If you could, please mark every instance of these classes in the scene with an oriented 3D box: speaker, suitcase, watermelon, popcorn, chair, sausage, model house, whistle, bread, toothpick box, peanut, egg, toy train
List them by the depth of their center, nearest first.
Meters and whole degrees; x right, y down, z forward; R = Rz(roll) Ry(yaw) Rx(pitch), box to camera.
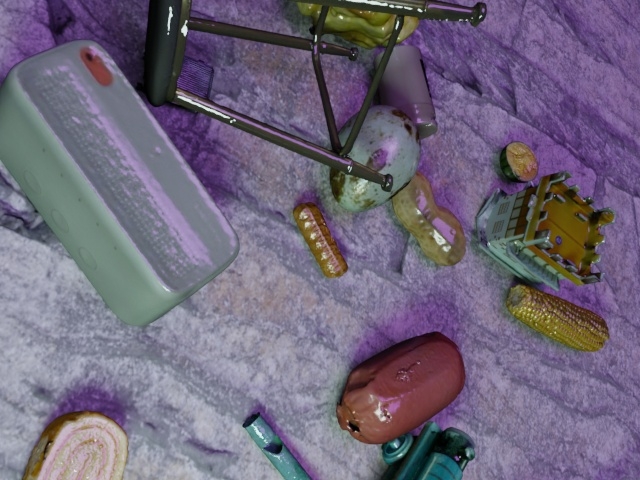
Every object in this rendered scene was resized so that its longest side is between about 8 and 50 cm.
[{"bbox_3d":[-0.332,0.310,0.912,0.122,0.073,0.149,30,62,-25],"label":"bread"},{"bbox_3d":[-0.303,-0.082,0.982,0.183,0.184,0.406,-40,99,-34],"label":"speaker"},{"bbox_3d":[-0.051,-0.340,1.022,0.409,0.365,0.362,3,53,-18],"label":"chair"},{"bbox_3d":[-0.059,0.367,1.097,0.039,0.039,0.186,-42,100,-35],"label":"whistle"},{"bbox_3d":[0.154,0.440,1.120,0.120,0.194,0.298,49,55,-10],"label":"toy train"},{"bbox_3d":[-0.249,-0.280,1.154,0.126,0.059,0.086,17,69,-28],"label":"suitcase"},{"bbox_3d":[0.151,0.262,1.200,0.279,0.152,0.152,-20,87,-36],"label":"sausage"},{"bbox_3d":[0.000,0.000,1.242,0.052,0.044,0.157,-31,94,-39],"label":"bread"},{"bbox_3d":[0.101,-0.156,1.282,0.169,0.169,0.231,39,67,-18],"label":"egg"},{"bbox_3d":[0.079,-0.506,1.344,0.286,0.252,0.215,10,113,-13],"label":"popcorn"},{"bbox_3d":[0.221,-0.047,1.373,0.229,0.098,0.103,53,14,-10],"label":"peanut"},{"bbox_3d":[0.179,-0.308,1.414,0.111,0.111,0.181,-1,75,-34],"label":"toothpick box"},{"bbox_3d":[0.492,-0.013,1.466,0.224,0.215,0.199,32,64,-21],"label":"model house"},{"bbox_3d":[0.471,-0.183,1.597,0.105,0.062,0.106,9,68,-23],"label":"watermelon"}]

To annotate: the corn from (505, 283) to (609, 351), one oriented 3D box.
[{"bbox_3d":[0.554,0.184,1.519,0.310,0.101,0.102,23,64,-28],"label":"corn"}]
